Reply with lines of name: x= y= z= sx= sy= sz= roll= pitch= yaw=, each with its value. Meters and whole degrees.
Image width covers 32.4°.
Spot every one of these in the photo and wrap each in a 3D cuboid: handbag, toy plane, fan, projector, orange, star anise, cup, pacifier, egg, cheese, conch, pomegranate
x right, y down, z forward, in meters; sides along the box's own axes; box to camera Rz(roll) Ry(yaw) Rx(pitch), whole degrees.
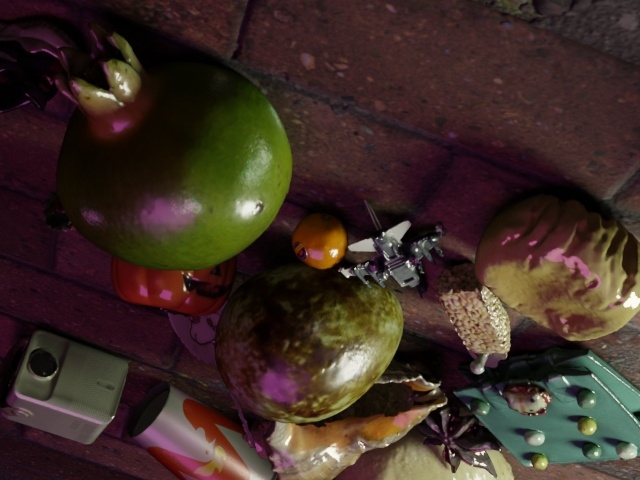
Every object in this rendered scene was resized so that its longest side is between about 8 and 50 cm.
handbag: x=0.390 y=0.286 z=1.802 sx=0.269 sy=0.100 sz=0.274 roll=-12 pitch=139 yaw=41
toy plane: x=0.116 y=0.036 z=1.565 sx=0.160 sy=0.082 sz=0.234 roll=-25 pitch=136 yaw=12
fan: x=-0.171 y=0.190 z=1.832 sx=0.191 sy=0.009 sz=0.329 roll=-17 pitch=98 yaw=50
projector: x=-0.524 y=0.292 z=2.203 sx=0.243 sy=0.163 sz=0.177 roll=22 pitch=147 yaw=-13
orange: x=0.000 y=0.000 z=1.561 sx=0.084 sy=0.083 sz=0.083 roll=13 pitch=149 yaw=8
star anise: x=0.242 y=0.350 z=1.961 sx=0.205 sy=0.061 sz=0.180 roll=-10 pitch=117 yaw=49
cup: x=-0.247 y=0.428 z=2.275 sx=0.288 sy=0.203 sz=0.203 roll=40 pitch=143 yaw=-22
pacifier: x=0.254 y=0.181 z=1.738 sx=0.068 sy=0.064 sz=0.083 roll=36 pitch=148 yaw=3
egg: x=-0.015 y=0.147 z=1.641 sx=0.290 sy=0.238 sz=0.238 roll=-17 pitch=146 yaw=-4
cheese: x=0.309 y=0.037 z=1.438 sx=0.214 sy=0.117 sz=0.226 roll=34 pitch=150 yaw=-15
conch: x=0.020 y=0.263 z=1.866 sx=0.352 sy=0.210 sz=0.297 roll=-30 pitch=153 yaw=1
pomegranate: x=-0.208 y=-0.092 z=1.368 sx=0.310 sy=0.216 sz=0.358 roll=-6 pitch=148 yaw=26

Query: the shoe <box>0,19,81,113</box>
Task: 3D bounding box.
shoe: x=-0.410 y=-0.212 z=1.395 sx=0.228 sy=0.112 sz=0.099 roll=-2 pitch=145 yaw=25

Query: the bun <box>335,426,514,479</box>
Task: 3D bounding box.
bun: x=0.199 y=0.512 z=2.160 sx=0.364 sy=0.202 sz=0.364 roll=11 pitch=148 yaw=7

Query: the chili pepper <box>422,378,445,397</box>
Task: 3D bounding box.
chili pepper: x=0.146 y=0.277 z=1.972 sx=0.049 sy=0.043 sz=0.208 roll=1 pitch=164 yaw=-30

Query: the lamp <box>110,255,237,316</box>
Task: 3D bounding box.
lamp: x=-0.217 y=0.028 z=1.641 sx=0.188 sy=0.163 sz=0.187 roll=9 pitch=173 yaw=1

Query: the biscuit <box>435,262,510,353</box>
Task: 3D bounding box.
biscuit: x=0.230 y=0.101 z=1.617 sx=0.082 sy=0.070 sz=0.168 roll=-9 pitch=139 yaw=26

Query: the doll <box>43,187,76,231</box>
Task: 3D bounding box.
doll: x=-0.371 y=-0.049 z=1.705 sx=0.078 sy=0.076 sz=0.113 roll=-14 pitch=171 yaw=29
